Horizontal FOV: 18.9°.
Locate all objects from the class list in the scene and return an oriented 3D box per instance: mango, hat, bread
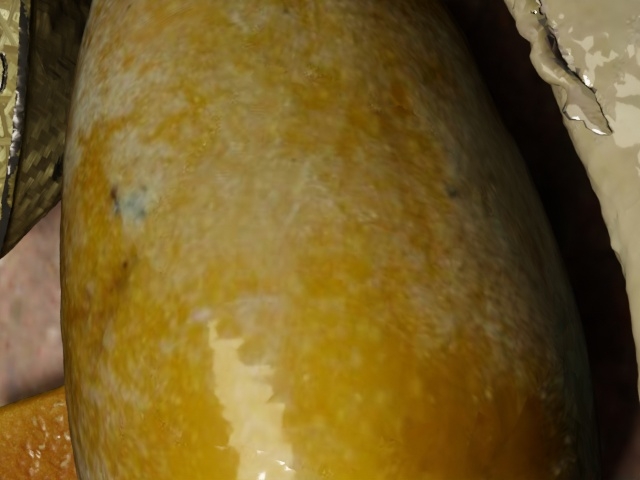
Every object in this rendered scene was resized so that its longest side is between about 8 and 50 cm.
[{"bbox_3d":[0.000,0.000,0.564,0.146,0.193,0.316,-9,65,9],"label":"mango"},{"bbox_3d":[-0.087,-0.058,0.690,0.146,0.067,0.146,-176,90,-73],"label":"hat"},{"bbox_3d":[-0.080,0.094,0.704,0.094,0.035,0.090,-20,83,30],"label":"bread"}]

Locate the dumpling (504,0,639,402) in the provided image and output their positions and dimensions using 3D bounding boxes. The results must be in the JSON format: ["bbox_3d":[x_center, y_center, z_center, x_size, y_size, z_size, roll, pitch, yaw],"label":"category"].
[{"bbox_3d":[0.119,-0.099,0.547,0.166,0.086,0.332,-24,79,15],"label":"dumpling"}]
